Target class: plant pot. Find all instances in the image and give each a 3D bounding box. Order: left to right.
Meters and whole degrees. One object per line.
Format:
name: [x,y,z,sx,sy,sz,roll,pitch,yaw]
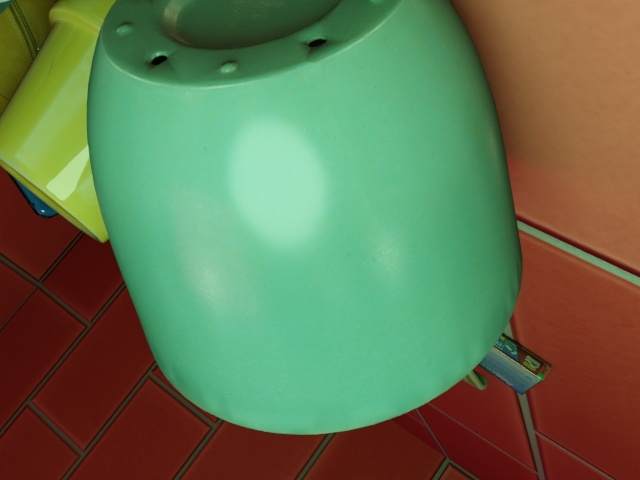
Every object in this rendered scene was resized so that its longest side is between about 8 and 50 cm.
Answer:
plant pot: [-0.231,-0.138,0.861,0.254,0.239,0.254,35,167,9]
plant pot: [-0.017,-0.059,0.508,0.293,0.293,0.235,28,149,35]

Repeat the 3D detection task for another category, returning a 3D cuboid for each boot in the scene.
boot: [-0.411,-0.208,0.902,0.104,0.295,0.211,0,126,51]

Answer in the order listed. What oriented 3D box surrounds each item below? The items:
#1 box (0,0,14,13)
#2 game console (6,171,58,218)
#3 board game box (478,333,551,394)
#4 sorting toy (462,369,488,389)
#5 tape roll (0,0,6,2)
box: [-0.364,-0.288,0.712,0.059,0.233,0.183,31,165,34]
game console: [-0.585,-0.186,1.622,0.293,0.250,0.173,55,139,-1]
board game box: [0.188,0.120,1.099,0.281,0.027,0.145,34,166,13]
sorting toy: [0.101,0.112,1.170,0.307,0.041,0.229,26,167,42]
tape roll: [-0.251,-0.272,0.504,0.072,0.219,0.219,27,163,33]
